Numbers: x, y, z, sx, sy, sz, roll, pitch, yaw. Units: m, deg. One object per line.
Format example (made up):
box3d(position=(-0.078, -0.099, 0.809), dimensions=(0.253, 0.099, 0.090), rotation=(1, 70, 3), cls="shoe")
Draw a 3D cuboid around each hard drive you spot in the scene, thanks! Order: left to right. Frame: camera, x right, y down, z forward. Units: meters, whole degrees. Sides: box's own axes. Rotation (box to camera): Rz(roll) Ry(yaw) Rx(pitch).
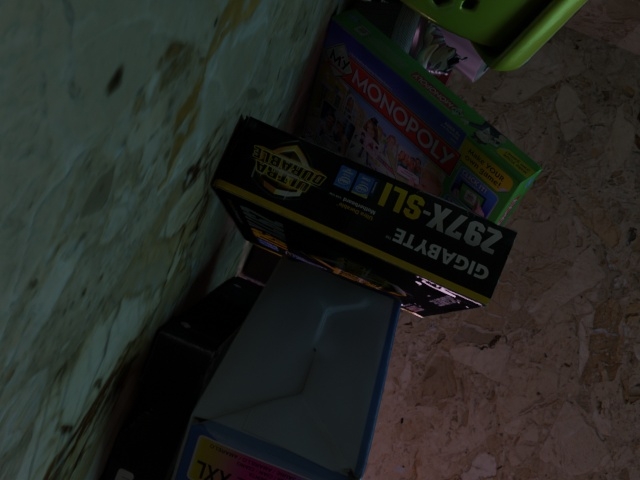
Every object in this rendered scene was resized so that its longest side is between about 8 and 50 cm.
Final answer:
box3d(position=(-0.144, 0.179, 0.767), dimensions=(0.339, 0.064, 0.237), rotation=(-52, 164, -84), cls="hard drive")

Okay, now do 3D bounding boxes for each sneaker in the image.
box3d(position=(0.179, -0.273, 0.968), dimensions=(0.038, 0.069, 0.098), rotation=(82, 24, -63), cls="sneaker")

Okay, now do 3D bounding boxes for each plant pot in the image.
box3d(position=(0.204, -0.345, 0.787), dimensions=(0.228, 0.207, 0.227), rotation=(-46, -160, 23), cls="plant pot")

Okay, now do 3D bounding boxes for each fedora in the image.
box3d(position=(0.079, -0.248, 1.013), dimensions=(0.275, 0.124, 0.244), rotation=(85, 22, -59), cls="fedora")

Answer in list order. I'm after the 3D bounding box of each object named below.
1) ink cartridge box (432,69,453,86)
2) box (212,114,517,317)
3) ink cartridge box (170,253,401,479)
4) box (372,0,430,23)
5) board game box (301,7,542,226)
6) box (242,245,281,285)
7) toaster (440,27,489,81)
box3d(position=(0.199, -0.265, 1.389), dimensions=(0.127, 0.072, 0.175), rotation=(85, 28, -83), cls="ink cartridge box")
box3d(position=(0.035, -0.004, 0.721), dimensions=(0.322, 0.257, 0.079), rotation=(100, 16, -82), cls="box")
box3d(position=(-0.064, 0.253, 0.723), dimensions=(0.270, 0.151, 0.396), rotation=(-64, 177, -58), cls="ink cartridge box")
box3d(position=(0.186, -0.420, 1.209), dimensions=(0.147, 0.180, 0.078), rotation=(111, 1, -50), cls="box")
box3d(position=(0.108, -0.116, 0.870), dimensions=(0.046, 0.317, 0.214), rotation=(-30, 156, -31), cls="board game box")
box3d(position=(0.000, 0.000, 1.046), dimensions=(0.168, 0.167, 0.203), rotation=(98, 15, -82), cls="box")
box3d(position=(0.253, -0.352, 1.026), dimensions=(0.185, 0.110, 0.168), rotation=(-44, 169, -13), cls="toaster")
